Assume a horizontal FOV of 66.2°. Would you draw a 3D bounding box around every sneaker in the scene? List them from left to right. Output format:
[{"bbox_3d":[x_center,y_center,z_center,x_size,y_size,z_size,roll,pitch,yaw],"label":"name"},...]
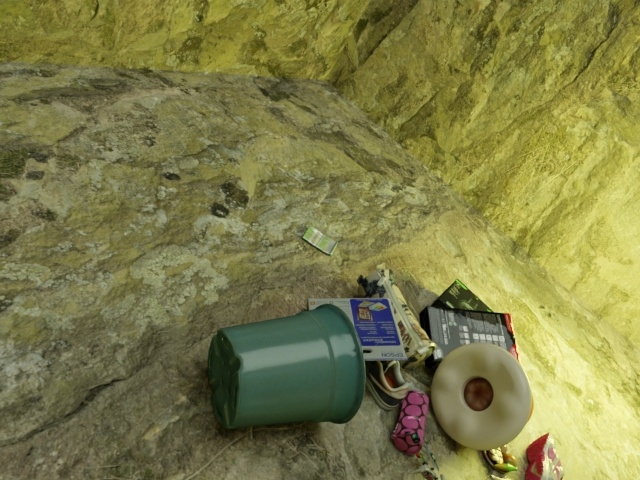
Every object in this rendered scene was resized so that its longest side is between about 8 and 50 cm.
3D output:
[{"bbox_3d":[0.179,0.412,1.683,0.126,0.127,0.321,-14,54,-48],"label":"sneaker"},{"bbox_3d":[0.816,0.807,1.769,0.111,0.103,0.252,42,39,4],"label":"sneaker"}]

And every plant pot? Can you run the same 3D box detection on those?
[{"bbox_3d":[-0.112,0.353,1.342,0.334,0.341,0.341,0,45,-30],"label":"plant pot"}]

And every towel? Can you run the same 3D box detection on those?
[{"bbox_3d":[0.000,0.000,2.153,0.152,0.023,0.113,33,32,-2],"label":"towel"}]

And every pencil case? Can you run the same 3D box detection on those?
[{"bbox_3d":[0.285,0.293,1.878,0.160,0.183,0.410,-19,52,-9],"label":"pencil case"},{"bbox_3d":[0.294,0.583,1.599,0.098,0.095,0.209,15,28,12],"label":"pencil case"}]

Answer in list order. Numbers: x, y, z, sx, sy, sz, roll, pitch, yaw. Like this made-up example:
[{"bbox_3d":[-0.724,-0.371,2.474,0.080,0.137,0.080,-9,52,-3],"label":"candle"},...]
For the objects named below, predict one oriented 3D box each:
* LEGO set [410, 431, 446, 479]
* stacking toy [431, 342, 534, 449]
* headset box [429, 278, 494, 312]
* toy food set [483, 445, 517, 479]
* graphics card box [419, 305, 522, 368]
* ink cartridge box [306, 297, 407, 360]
[{"bbox_3d":[0.324,0.690,1.426,0.244,0.060,0.182,61,8,1],"label":"LEGO set"},{"bbox_3d":[0.659,0.591,1.789,0.480,0.351,0.350,30,28,-42],"label":"stacking toy"},{"bbox_3d":[0.623,0.330,2.178,0.246,0.131,0.283,45,34,14],"label":"headset box"},{"bbox_3d":[0.628,0.749,1.721,0.132,0.038,0.192,22,34,-18],"label":"toy food set"},{"bbox_3d":[0.584,0.391,1.932,0.371,0.094,0.232,7,58,-12],"label":"graphics card box"},{"bbox_3d":[0.113,0.314,1.672,0.304,0.072,0.307,1,35,-6],"label":"ink cartridge box"}]
